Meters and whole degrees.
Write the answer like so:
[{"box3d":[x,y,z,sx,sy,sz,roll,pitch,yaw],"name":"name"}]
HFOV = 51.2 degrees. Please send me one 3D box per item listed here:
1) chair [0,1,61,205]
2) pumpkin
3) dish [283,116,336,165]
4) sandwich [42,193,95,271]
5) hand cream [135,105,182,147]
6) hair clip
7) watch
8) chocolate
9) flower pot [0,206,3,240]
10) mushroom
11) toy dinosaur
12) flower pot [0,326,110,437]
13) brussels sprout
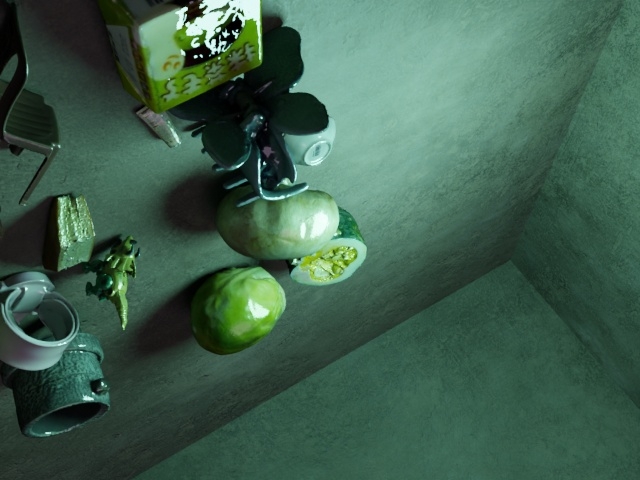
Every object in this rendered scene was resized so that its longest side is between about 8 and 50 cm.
[{"box3d":[-0.558,-0.249,1.234,0.326,0.176,0.183,-41,144,24],"name":"chair"},{"box3d":[0.000,0.000,2.230,0.263,0.197,0.293,1,144,-31],"name":"pumpkin"},{"box3d":[-0.022,-0.269,1.911,0.190,0.066,0.191,-27,152,-16],"name":"dish"},{"box3d":[-0.622,0.002,1.647,0.094,0.096,0.258,-19,152,-38],"name":"sandwich"},{"box3d":[-0.373,-0.270,1.559,0.061,0.039,0.143,-34,144,-3],"name":"hand cream"},{"box3d":[-0.165,-0.254,1.518,0.391,0.318,0.238,-26,154,-20],"name":"hair clip"},{"box3d":[-0.759,0.220,1.685,0.196,0.231,0.244,-47,154,27],"name":"watch"},{"box3d":[-0.255,-0.415,1.300,0.300,0.137,0.289,-30,159,-18],"name":"chocolate"},{"box3d":[-0.743,-0.032,1.454,0.111,0.089,0.111,-27,152,-16],"name":"flower pot"},{"box3d":[-0.124,-0.074,1.892,0.351,0.261,0.352,-5,176,0],"name":"mushroom"},{"box3d":[-0.551,0.119,1.772,0.153,0.260,0.094,-14,156,21],"name":"toy dinosaur"},{"box3d":[-0.747,0.371,1.875,0.298,0.283,0.299,-20,154,-10],"name":"flower pot"},{"box3d":[-0.281,0.226,2.222,0.344,0.268,0.344,-40,174,-5],"name":"brussels sprout"}]
